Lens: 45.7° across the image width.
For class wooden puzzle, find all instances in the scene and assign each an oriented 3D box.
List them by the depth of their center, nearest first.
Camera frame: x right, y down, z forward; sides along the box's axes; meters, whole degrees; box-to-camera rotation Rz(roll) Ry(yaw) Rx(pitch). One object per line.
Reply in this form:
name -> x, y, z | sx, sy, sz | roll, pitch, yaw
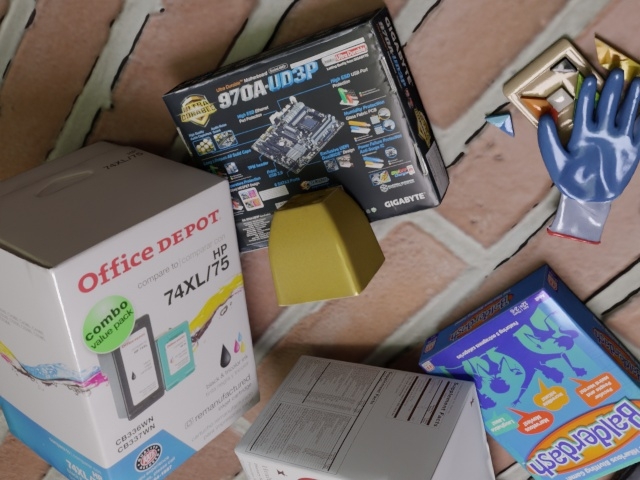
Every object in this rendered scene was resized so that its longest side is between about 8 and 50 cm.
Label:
wooden puzzle -> 0.199, -0.120, 0.628 | 0.078, 0.014, 0.116 | 39, 125, -5

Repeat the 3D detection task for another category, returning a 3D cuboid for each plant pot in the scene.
plant pot -> 0.000, 0.000, 0.675 | 0.081, 0.081, 0.083 | -10, 106, 25

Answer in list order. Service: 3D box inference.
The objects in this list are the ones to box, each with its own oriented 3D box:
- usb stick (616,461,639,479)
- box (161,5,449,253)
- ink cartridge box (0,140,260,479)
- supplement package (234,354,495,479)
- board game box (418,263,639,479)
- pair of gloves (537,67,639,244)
usb stick -> 0.325, 0.311, 0.817 | 0.077, 0.045, 0.278 | 24, 125, 5
box -> -0.014, -0.092, 0.700 | 0.220, 0.051, 0.175 | -14, 114, 27
ink cartridge box -> -0.207, 0.071, 0.748 | 0.197, 0.198, 0.270 | 19, 127, 36
supplement package -> 0.056, 0.249, 0.788 | 0.203, 0.149, 0.194 | 4, 127, 31
board game box -> 0.228, 0.146, 0.754 | 0.210, 0.047, 0.160 | 44, 124, -9
pair of gloves -> 0.273, -0.058, 0.625 | 0.198, 0.023, 0.159 | 11, 122, 8
